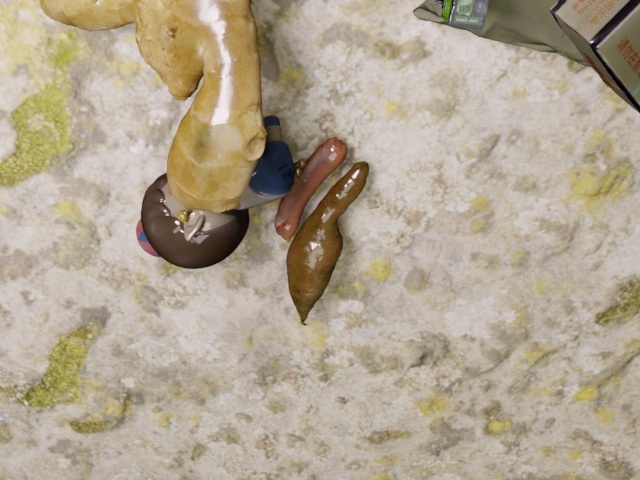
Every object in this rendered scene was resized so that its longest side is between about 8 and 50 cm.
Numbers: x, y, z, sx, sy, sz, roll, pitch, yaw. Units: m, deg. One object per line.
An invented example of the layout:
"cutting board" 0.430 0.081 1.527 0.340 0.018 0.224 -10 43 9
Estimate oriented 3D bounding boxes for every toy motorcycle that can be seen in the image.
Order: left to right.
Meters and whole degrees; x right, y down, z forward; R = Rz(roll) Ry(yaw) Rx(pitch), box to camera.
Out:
"toy motorcycle" 0.157 -0.318 1.076 0.058 0.100 0.173 4 112 -16

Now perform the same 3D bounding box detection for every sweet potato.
"sweet potato" -0.001 -0.003 1.456 0.075 0.074 0.269 17 116 -10

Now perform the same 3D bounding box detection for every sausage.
"sausage" -0.017 -0.073 1.418 0.047 0.040 0.176 34 123 -3

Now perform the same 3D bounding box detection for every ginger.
"ginger" -0.130 -0.245 1.167 0.348 0.122 0.363 -37 77 31

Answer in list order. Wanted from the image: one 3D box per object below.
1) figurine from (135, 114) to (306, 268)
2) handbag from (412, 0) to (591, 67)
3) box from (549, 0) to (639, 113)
"figurine" -0.156 -0.058 1.378 0.158 0.161 0.275 47 118 2
"handbag" 0.279 -0.351 1.149 0.253 0.109 0.315 14 127 -14
"box" 0.413 -0.294 1.099 0.310 0.084 0.198 -46 143 11
